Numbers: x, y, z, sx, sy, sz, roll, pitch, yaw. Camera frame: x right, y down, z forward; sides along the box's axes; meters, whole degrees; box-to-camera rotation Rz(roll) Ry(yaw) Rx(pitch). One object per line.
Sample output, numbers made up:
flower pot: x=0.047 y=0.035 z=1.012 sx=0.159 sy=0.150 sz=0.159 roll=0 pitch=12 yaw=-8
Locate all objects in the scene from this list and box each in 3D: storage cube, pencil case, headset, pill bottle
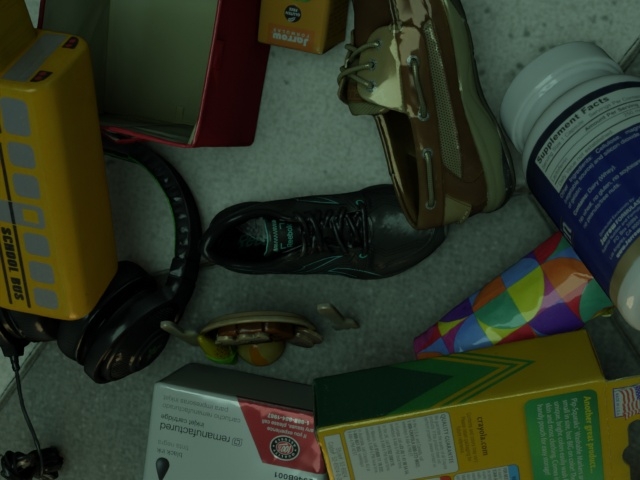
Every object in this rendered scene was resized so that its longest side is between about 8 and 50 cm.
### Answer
storage cube: x=-0.163 y=-0.204 z=1.218 sx=0.183 sy=0.193 sz=0.215 roll=12 pitch=97 yaw=13
pencil case: x=0.208 y=0.079 z=1.200 sx=0.236 sy=0.104 sz=0.104 roll=-35 pitch=86 yaw=15
headset: x=-0.269 y=0.079 z=1.323 sx=0.243 sy=0.185 sz=0.394 roll=17 pitch=84 yaw=14
pill bottle: x=0.279 y=-0.056 z=1.089 sx=0.153 sy=0.153 sz=0.265 roll=-40 pitch=50 yaw=14

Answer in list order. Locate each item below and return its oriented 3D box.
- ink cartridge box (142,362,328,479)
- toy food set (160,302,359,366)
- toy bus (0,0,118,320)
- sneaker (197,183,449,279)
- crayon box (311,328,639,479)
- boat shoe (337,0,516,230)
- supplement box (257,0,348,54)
ink cartridge box: x=-0.087 y=0.290 z=1.285 sx=0.197 sy=0.114 sz=0.273 roll=9 pitch=98 yaw=12
toy food set: x=-0.064 y=0.105 z=1.256 sx=0.192 sy=0.132 sz=0.039 roll=-8 pitch=73 yaw=14
toy bus: x=-0.278 y=-0.088 z=1.108 sx=0.130 sy=0.108 sz=0.333 roll=11 pitch=129 yaw=13
sneaker: x=0.000 y=0.000 z=1.242 sx=0.267 sy=0.106 sz=0.101 roll=-7 pitch=92 yaw=13
crayon box: x=0.169 y=0.206 z=1.166 sx=0.322 sy=0.083 sz=0.203 roll=-10 pitch=123 yaw=4
boat shoe: x=0.081 y=-0.159 z=1.150 sx=0.119 sy=0.122 sz=0.324 roll=-26 pitch=100 yaw=-15
supplement box: x=-0.007 y=-0.311 z=1.201 sx=0.078 sy=0.080 sz=0.234 roll=12 pitch=116 yaw=13
